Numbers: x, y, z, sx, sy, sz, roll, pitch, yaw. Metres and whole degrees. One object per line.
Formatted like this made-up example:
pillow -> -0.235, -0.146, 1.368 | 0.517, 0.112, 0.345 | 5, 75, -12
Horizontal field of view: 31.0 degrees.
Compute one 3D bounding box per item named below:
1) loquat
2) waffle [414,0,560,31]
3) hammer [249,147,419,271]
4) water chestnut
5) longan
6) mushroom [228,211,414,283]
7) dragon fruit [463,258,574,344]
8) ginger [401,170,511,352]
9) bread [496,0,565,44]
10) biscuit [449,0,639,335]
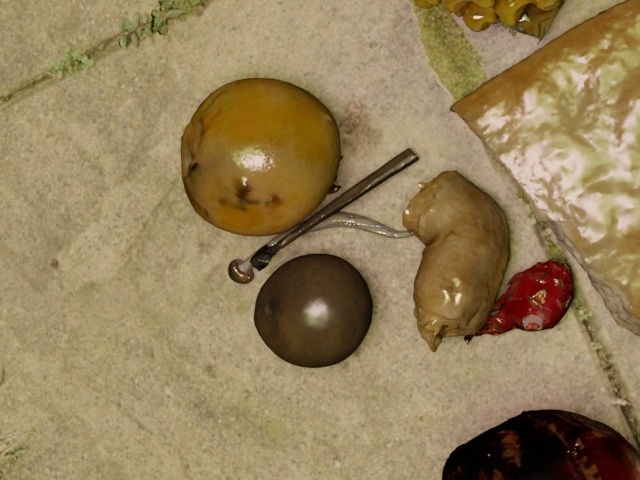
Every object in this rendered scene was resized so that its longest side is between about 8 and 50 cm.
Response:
loquat -> -0.080, -0.119, 1.666 | 0.243, 0.244, 0.244 | 1, 93, 12
waffle -> 0.238, -0.457, 1.563 | 0.261, 0.151, 0.324 | 1, 75, 37
hammer -> 0.022, -0.047, 1.686 | 0.297, 0.125, 0.027 | -35, 95, -8
water chestnut -> 0.352, 0.371, 1.556 | 0.346, 0.335, 0.335 | -12, 90, -20
longan -> -0.010, 0.103, 1.687 | 0.187, 0.167, 0.168 | -5, 91, 32
mushroom -> 0.000, -0.001, 1.743 | 0.306, 0.043, 0.068 | -18, 107, 11
dragon fruit -> 0.289, 0.104, 1.662 | 0.190, 0.094, 0.094 | -40, 84, 20
ginger -> 0.196, 0.032, 1.645 | 0.152, 0.138, 0.267 | -3, 66, 9
bread -> 0.331, -0.414, 1.626 | 0.087, 0.098, 0.269 | 23, 99, -32
biscuit -> 0.475, -0.121, 1.598 | 0.446, 0.104, 0.429 | -31, 85, 13
